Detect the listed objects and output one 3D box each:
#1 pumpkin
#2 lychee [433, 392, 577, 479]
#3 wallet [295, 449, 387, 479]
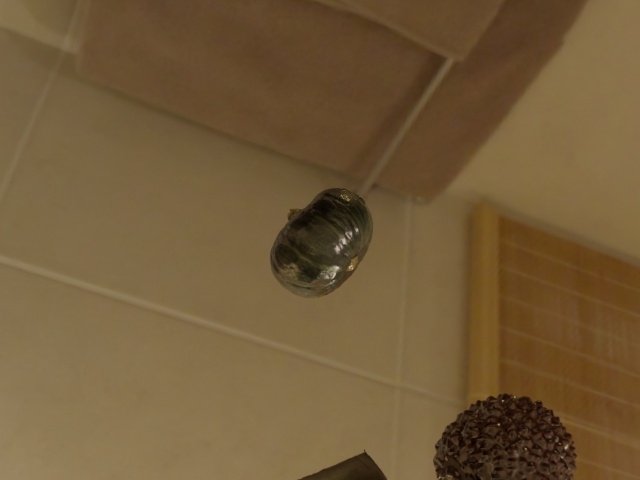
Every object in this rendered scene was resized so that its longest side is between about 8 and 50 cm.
[{"bbox_3d":[0.000,0.003,1.671,0.212,0.152,0.212,-59,169,-19],"label":"pumpkin"},{"bbox_3d":[0.389,0.492,2.031,0.330,0.306,0.306,-38,-166,-2],"label":"lychee"},{"bbox_3d":[-0.019,0.417,1.527,0.137,0.255,0.031,-143,-143,-68],"label":"wallet"}]
